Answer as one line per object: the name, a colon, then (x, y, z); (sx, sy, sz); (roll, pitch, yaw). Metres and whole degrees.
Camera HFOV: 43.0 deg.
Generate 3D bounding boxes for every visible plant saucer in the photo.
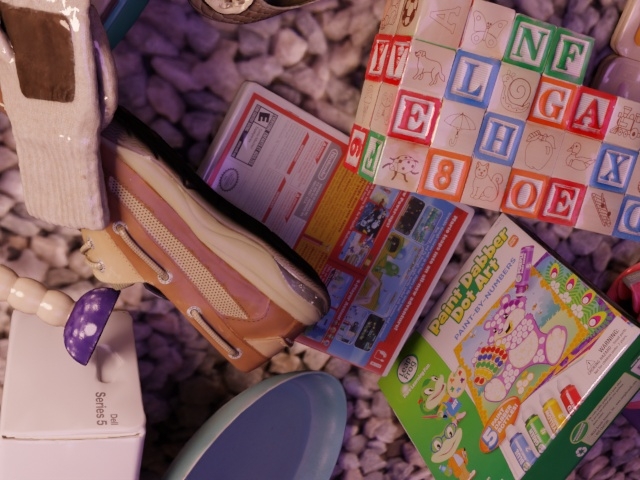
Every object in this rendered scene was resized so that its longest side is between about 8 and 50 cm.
plant saucer: (-0.084, 0.267, 0.837); (0.317, 0.043, 0.318); (-39, 144, -37)

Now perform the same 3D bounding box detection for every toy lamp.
toy lamp: (-0.303, 0.014, 0.661); (0.274, 0.080, 0.080); (24, 107, -11)

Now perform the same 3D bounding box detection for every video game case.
video game case: (0.000, 0.000, 0.797); (0.285, 0.025, 0.204); (26, 94, -28)

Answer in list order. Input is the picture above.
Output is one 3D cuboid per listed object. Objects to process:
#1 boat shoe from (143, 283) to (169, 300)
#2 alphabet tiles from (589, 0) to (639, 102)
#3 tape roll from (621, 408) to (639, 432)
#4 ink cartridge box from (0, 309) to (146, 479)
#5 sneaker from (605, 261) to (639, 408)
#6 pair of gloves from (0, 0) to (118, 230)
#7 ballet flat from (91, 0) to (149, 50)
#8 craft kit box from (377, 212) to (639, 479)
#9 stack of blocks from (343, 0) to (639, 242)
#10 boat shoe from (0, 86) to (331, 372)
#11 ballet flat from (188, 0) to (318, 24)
boat shoe: (-0.119, 0.047, 0.793); (0.125, 0.038, 0.046); (26, 105, -28)
alphabet tiles: (0.422, -0.172, 0.878); (0.284, 0.021, 0.278); (8, 113, -23)
tape roll: (0.486, 0.189, 1.054); (0.189, 0.080, 0.189); (-8, 118, -14)
ink cartridge box: (-0.239, 0.225, 0.750); (0.114, 0.198, 0.273); (4, 114, -19)
sneaker: (0.421, 0.059, 0.943); (0.136, 0.116, 0.314); (34, 102, -29)
pair of gloves: (-0.254, -0.122, 0.584); (0.240, 0.042, 0.204); (19, 116, 17)
ballet flat: (-0.137, -0.240, 0.625); (0.248, 0.086, 0.086); (-47, 121, 6)
craft kit box: (0.186, 0.129, 0.821); (0.061, 0.247, 0.250); (28, 104, -26)
stack of blocks: (0.190, -0.113, 0.762); (0.297, 0.087, 0.171); (11, 102, -20)
boat shoe: (-0.142, -0.011, 0.662); (0.324, 0.122, 0.120); (40, 95, -7)
ballet flat: (0.009, -0.237, 0.679); (0.249, 0.058, 0.084); (-15, 120, -11)
